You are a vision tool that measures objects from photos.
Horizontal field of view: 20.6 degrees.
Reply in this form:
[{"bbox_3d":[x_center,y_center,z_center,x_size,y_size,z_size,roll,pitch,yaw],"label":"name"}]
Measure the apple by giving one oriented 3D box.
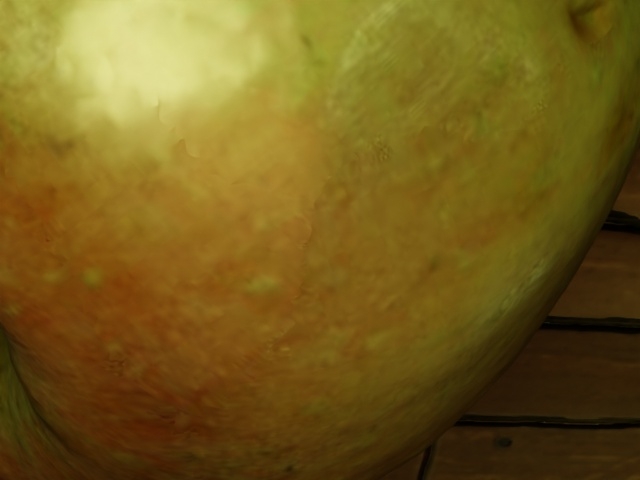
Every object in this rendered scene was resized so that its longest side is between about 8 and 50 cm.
[{"bbox_3d":[-0.047,-0.072,0.652,0.305,0.338,0.338,-51,126,-26],"label":"apple"}]
